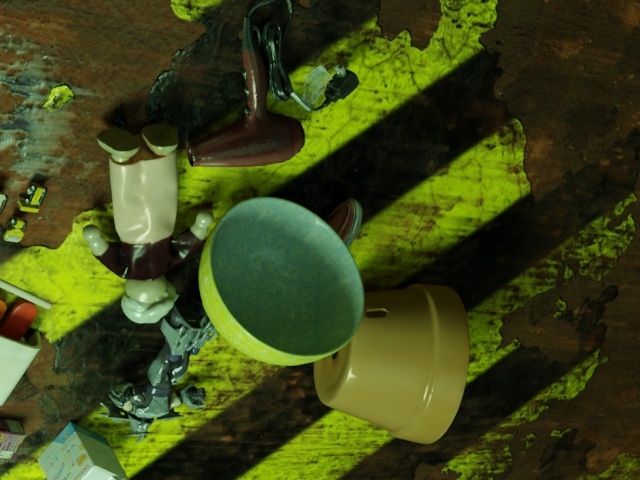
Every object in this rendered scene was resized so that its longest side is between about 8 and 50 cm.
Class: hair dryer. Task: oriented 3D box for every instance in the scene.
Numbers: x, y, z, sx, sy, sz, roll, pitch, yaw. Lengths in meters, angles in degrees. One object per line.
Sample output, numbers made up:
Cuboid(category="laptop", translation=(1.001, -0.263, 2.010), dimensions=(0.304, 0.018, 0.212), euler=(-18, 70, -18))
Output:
Cuboid(category="hair dryer", translation=(-0.101, -0.222, 1.877), dimensions=(0.223, 0.080, 0.293), euler=(42, 87, -26))

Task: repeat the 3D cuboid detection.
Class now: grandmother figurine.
Cuboid(category="grandmother figurine", translation=(-0.270, -0.014, 1.871), dimensions=(0.207, 0.104, 0.343), euler=(-3, 124, -13))

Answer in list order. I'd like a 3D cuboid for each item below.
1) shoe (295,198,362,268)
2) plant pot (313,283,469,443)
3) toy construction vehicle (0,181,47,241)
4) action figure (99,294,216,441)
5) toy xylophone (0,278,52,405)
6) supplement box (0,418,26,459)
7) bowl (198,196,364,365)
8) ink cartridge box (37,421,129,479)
Cuboid(category="shoe", translation=(0.000, 0.000, 2.067), dimensions=(0.081, 0.063, 0.178), euler=(16, 112, -41))
Cuboid(category="plant pot", translation=(0.115, 0.211, 2.148), dimensions=(0.203, 0.291, 0.291), euler=(10, 113, -19))
Cuboid(category="toy construction vehicle", translation=(-0.463, -0.047, 1.768), dimensions=(0.085, 0.035, 0.098), euler=(6, 118, -47))
Cuboid(category="action figure", translation=(-0.265, 0.231, 2.021), dimensions=(0.185, 0.099, 0.285), euler=(-1, 125, -51))
Cuboid(category="toy xylophone", translation=(-0.545, 0.133, 1.791), dimensions=(0.236, 0.081, 0.322), euler=(-49, 132, 3))
Cuboid(category="supplement box", translation=(-0.532, 0.322, 1.944), dimensions=(0.083, 0.043, 0.055), euler=(16, 108, -37))
Cuboid(category="bowl", translation=(-0.089, 0.089, 1.947), dimensions=(0.289, 0.290, 0.156), euler=(5, 150, -35))
Cuboid(category="ink cartridge box", translation=(-0.396, 0.394, 2.009), dimensions=(0.092, 0.143, 0.090), euler=(-49, 132, 3))
